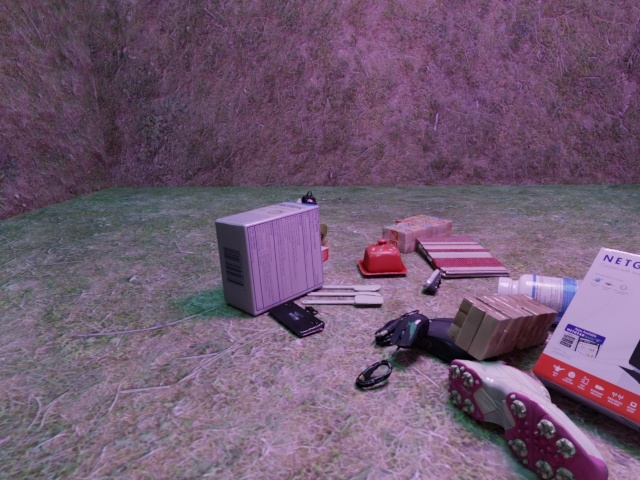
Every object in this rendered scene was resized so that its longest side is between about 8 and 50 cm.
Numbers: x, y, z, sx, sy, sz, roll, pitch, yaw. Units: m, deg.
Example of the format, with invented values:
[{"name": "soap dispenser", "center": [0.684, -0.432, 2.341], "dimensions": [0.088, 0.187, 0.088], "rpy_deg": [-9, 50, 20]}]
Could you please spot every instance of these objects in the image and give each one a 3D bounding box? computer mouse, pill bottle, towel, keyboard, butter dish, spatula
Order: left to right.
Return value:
[{"name": "keyboard", "center": [-0.056, 0.208, 1.197], "dimensions": [0.108, 0.023, 0.180], "rpy_deg": [-18, 23, -29]}, {"name": "spatula", "center": [0.066, 0.162, 1.346], "dimensions": [0.242, 0.019, 0.168], "rpy_deg": [0, 17, 5]}, {"name": "butter dish", "center": [0.216, 0.050, 1.545], "dimensions": [0.160, 0.118, 0.160], "rpy_deg": [-1, 16, -2]}, {"name": "computer mouse", "center": [0.158, 0.230, 0.959], "dimensions": [0.071, 0.041, 0.242], "rpy_deg": [10, 36, 43]}, {"name": "computer mouse", "center": [0.279, 0.218, 1.042], "dimensions": [0.272, 0.072, 0.188], "rpy_deg": [14, 21, 42]}, {"name": "towel", "center": [0.507, 0.059, 1.619], "dimensions": [0.237, 0.037, 0.329], "rpy_deg": [-1, 21, -5]}, {"name": "pill bottle", "center": [0.580, 0.153, 1.150], "dimensions": [0.221, 0.124, 0.124], "rpy_deg": [6, 18, 24]}]

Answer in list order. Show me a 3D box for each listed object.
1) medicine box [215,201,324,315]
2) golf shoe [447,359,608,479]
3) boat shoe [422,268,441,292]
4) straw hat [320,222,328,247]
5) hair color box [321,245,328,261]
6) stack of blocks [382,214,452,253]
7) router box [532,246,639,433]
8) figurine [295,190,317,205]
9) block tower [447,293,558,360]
[{"name": "medicine box", "center": [-0.142, 0.041, 1.325], "dimensions": [0.149, 0.263, 0.289], "rpy_deg": [11, 22, 43]}, {"name": "golf shoe", "center": [0.355, 0.284, 0.746], "dimensions": [0.140, 0.115, 0.306], "rpy_deg": [-4, 17, -22]}, {"name": "boat shoe", "center": [0.359, 0.131, 1.397], "dimensions": [0.040, 0.049, 0.142], "rpy_deg": [40, 28, 14]}, {"name": "straw hat", "center": [0.000, 0.000, 1.825], "dimensions": [0.061, 0.144, 0.144], "rpy_deg": [39, -5, -30]}, {"name": "hair color box", "center": [-0.055, 0.061, 1.643], "dimensions": [0.093, 0.053, 0.167], "rpy_deg": [12, 20, 34]}, {"name": "stack of blocks", "center": [0.395, -0.034, 1.872], "dimensions": [0.297, 0.087, 0.171], "rpy_deg": [-14, 20, -37]}, {"name": "router box", "center": [0.604, 0.189, 0.766], "dimensions": [0.082, 0.301, 0.335], "rpy_deg": [42, -13, -35]}, {"name": "figurine", "center": [-0.061, -0.057, 1.578], "dimensions": [0.092, 0.209, 0.215], "rpy_deg": [4, 18, 13]}, {"name": "block tower", "center": [0.403, 0.177, 0.957], "dimensions": [0.335, 0.097, 0.091], "rpy_deg": [7, 19, -45]}]
